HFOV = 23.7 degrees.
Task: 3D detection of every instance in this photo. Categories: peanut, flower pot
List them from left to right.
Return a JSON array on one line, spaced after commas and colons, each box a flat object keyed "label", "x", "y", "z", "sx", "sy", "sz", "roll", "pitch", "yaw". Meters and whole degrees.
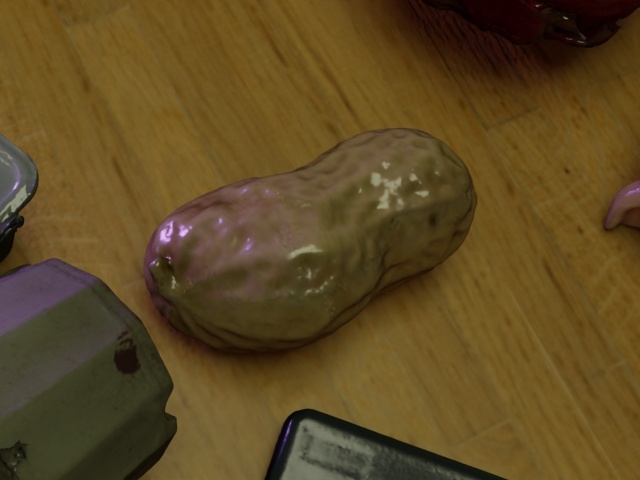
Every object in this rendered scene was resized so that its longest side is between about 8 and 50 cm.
[{"label": "flower pot", "x": -0.256, "y": 0.146, "z": 1.112, "sx": 0.290, "sy": 0.290, "sz": 0.259, "roll": 46, "pitch": 51, "yaw": 10}, {"label": "peanut", "x": 0.001, "y": 0.007, "z": 1.281, "sx": 0.291, "sy": 0.143, "sz": 0.159, "roll": -22, "pitch": 49, "yaw": -18}]

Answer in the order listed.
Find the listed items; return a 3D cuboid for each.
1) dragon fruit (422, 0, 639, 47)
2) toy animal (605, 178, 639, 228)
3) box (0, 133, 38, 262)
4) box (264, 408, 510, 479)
[{"label": "dragon fruit", "x": 0.195, "y": -0.328, "z": 1.372, "sx": 0.329, "sy": 0.329, "sz": 0.329, "roll": 4, "pitch": 67, "yaw": -9}, {"label": "toy animal", "x": 0.404, "y": -0.028, "z": 1.366, "sx": 0.250, "sy": 0.154, "sz": 0.166, "roll": 30, "pitch": 88, "yaw": -2}, {"label": "box", "x": -0.357, "y": -0.042, "z": 1.243, "sx": 0.243, "sy": 0.135, "sz": 0.163, "roll": 37, "pitch": 65, "yaw": 7}, {"label": "box", "x": 0.059, "y": 0.241, "z": 1.245, "sx": 0.230, "sy": 0.050, "sz": 0.160, "roll": 20, "pitch": 65, "yaw": -2}]
